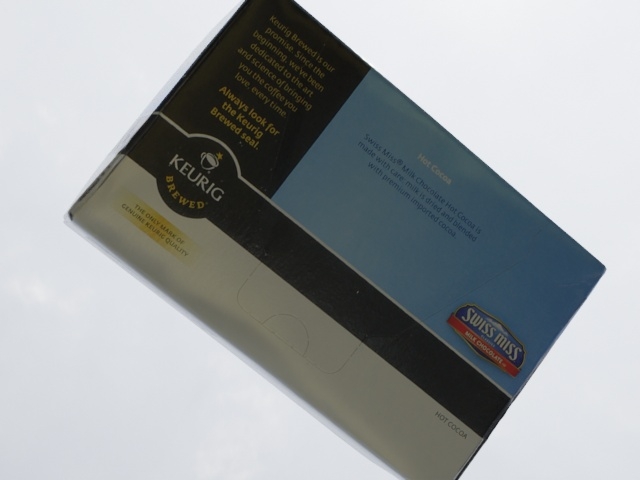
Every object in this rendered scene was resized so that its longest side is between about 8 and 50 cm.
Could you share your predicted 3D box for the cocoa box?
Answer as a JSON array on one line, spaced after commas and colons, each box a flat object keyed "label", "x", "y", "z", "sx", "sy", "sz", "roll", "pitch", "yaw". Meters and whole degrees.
[{"label": "cocoa box", "x": 0.000, "y": 0.000, "z": 0.994, "sx": 0.347, "sy": 0.231, "sz": 0.228, "roll": 39, "pitch": -98, "yaw": -11}]
